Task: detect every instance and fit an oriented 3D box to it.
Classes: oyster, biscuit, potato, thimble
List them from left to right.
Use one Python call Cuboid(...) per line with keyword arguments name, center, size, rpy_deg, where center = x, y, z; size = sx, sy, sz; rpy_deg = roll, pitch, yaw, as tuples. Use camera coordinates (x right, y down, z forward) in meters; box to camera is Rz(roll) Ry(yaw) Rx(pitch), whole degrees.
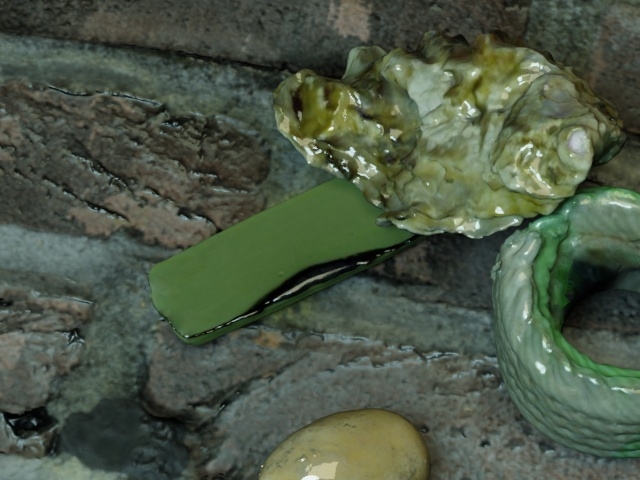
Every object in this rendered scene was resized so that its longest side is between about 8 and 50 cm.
Cuboid(name="biscuit", center=(0.000, 0.000, 1.481), size=(0.322, 0.038, 0.099), rpy_deg=(-26, 61, -11))
Cuboid(name="potato", center=(0.021, 0.195, 1.349), size=(0.147, 0.112, 0.112), rpy_deg=(-21, 64, -16))
Cuboid(name="oyster", center=(0.127, -0.108, 1.434), size=(0.238, 0.114, 0.351), rpy_deg=(-37, 35, -16))
Cuboid(name="thimble", center=(0.245, 0.069, 1.376), size=(0.219, 0.150, 0.219), rpy_deg=(0, 63, 1))
